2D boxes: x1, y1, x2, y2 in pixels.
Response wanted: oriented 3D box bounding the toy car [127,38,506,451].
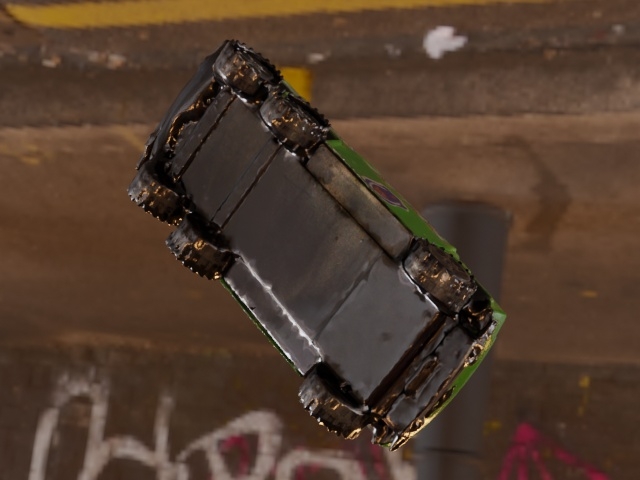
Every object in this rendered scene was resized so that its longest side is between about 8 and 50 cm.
[{"bbox_3d":[0.000,0.000,0.481,0.062,0.071,0.165,17,-156,-51],"label":"toy car"}]
